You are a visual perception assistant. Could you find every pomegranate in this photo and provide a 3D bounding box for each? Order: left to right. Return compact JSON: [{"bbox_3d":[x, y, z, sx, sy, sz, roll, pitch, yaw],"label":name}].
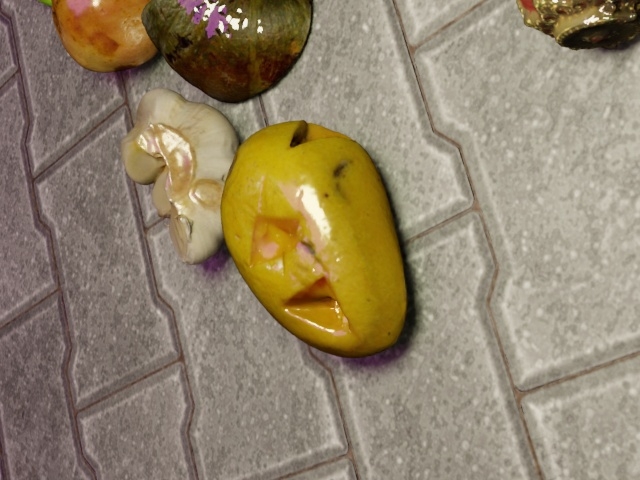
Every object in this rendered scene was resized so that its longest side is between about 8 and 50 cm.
[{"bbox_3d":[-0.358,-0.400,1.800,0.215,0.215,0.215,-3,86,45],"label":"pomegranate"}]

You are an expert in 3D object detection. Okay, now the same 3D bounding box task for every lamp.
[{"bbox_3d":[0.298,-0.357,1.175,0.177,0.177,0.273,-13,81,44],"label":"lamp"}]

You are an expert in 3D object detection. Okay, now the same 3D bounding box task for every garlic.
[{"bbox_3d":[-0.208,-0.111,1.664,0.281,0.185,0.203,57,158,7],"label":"garlic"}]

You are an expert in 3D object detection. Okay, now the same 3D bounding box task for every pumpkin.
[{"bbox_3d":[-0.175,-0.305,1.629,0.312,0.169,0.148,-11,78,44],"label":"pumpkin"}]

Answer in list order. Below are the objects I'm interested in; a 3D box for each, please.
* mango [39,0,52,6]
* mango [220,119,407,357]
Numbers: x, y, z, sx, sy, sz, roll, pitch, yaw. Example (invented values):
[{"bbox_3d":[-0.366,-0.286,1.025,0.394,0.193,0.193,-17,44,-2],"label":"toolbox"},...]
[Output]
[{"bbox_3d":[-0.533,-0.532,2.038,0.233,0.111,0.125,36,119,42],"label":"mango"},{"bbox_3d":[0.000,0.000,1.454,0.253,0.182,0.365,-43,71,31],"label":"mango"}]
